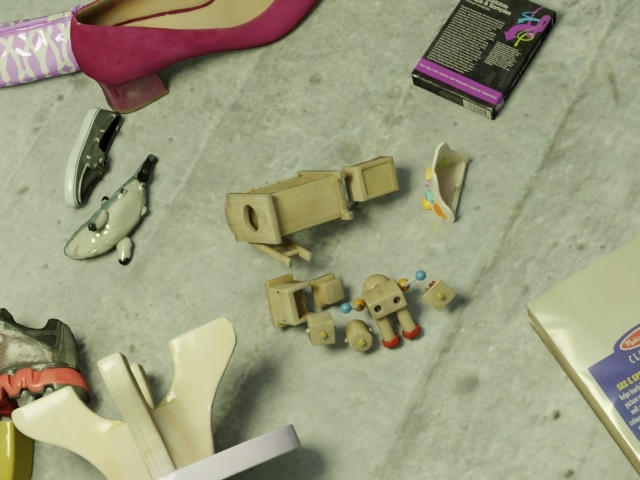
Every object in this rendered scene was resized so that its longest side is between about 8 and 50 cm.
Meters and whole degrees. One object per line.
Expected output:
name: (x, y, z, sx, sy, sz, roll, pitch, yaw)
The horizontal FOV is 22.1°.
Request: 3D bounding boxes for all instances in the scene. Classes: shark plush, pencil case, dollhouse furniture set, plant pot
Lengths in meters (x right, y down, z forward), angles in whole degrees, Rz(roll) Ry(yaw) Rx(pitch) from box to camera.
shark plush: (-0.252, -0.046, 1.988, 0.067, 0.073, 0.161, 3, 64, 46)
pencil case: (-0.384, -0.245, 2.093, 0.206, 0.088, 0.086, -13, 60, 4)
dollhouse furniture set: (0.000, 0.000, 1.924, 0.181, 0.101, 0.161, -18, 102, -32)
plant pot: (-0.368, 0.254, 1.839, 0.081, 0.081, 0.083, -10, 74, 5)

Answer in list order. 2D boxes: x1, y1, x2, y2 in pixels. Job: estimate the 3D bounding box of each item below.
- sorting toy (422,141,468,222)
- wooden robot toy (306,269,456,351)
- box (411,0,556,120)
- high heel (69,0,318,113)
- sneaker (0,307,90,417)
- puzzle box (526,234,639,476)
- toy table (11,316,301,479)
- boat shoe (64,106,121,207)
sorting toy: (0.141, -0.076, 1.917, 0.044, 0.075, 0.083, 8, 64, 14)
wooden robot toy: (0.065, 0.075, 1.873, 0.173, 0.076, 0.079, -23, 26, -2)
box: (0.202, -0.237, 2.017, 0.116, 0.029, 0.162, 27, 72, 21)
high heel: (-0.133, -0.307, 2.026, 0.377, 0.181, 0.127, -39, 63, -11)
sneaker: (-0.401, 0.148, 1.887, 0.276, 0.098, 0.135, -7, 62, 4)
puzzle box: (0.466, 0.078, 1.793, 0.408, 0.052, 0.272, -30, 62, -6)
toy table: (-0.179, 0.202, 1.751, 0.274, 0.252, 0.161, -22, 83, -15)
boat shoe: (-0.281, -0.104, 2.024, 0.040, 0.049, 0.142, 6, 62, 13)
